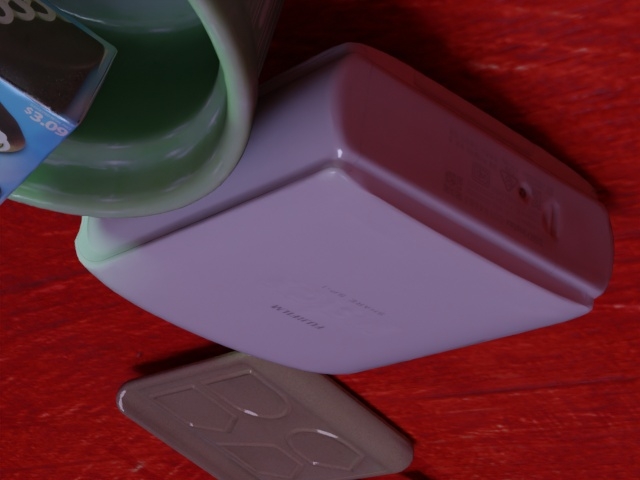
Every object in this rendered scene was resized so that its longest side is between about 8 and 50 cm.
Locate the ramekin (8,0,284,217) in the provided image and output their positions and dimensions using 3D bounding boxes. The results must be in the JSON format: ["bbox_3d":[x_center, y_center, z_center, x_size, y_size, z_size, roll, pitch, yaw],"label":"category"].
[{"bbox_3d":[-0.159,-0.163,0.748,0.303,0.148,0.303,15,147,10],"label":"ramekin"}]

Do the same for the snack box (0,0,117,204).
[{"bbox_3d":[-0.283,-0.128,0.672,0.322,0.060,0.187,34,145,-18],"label":"snack box"}]

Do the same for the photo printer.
[{"bbox_3d":[0.000,0.000,0.902,0.256,0.107,0.307,27,150,-35],"label":"photo printer"}]

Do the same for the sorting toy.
[{"bbox_3d":[-0.022,0.200,1.306,0.229,0.041,0.307,-22,128,41],"label":"sorting toy"}]
